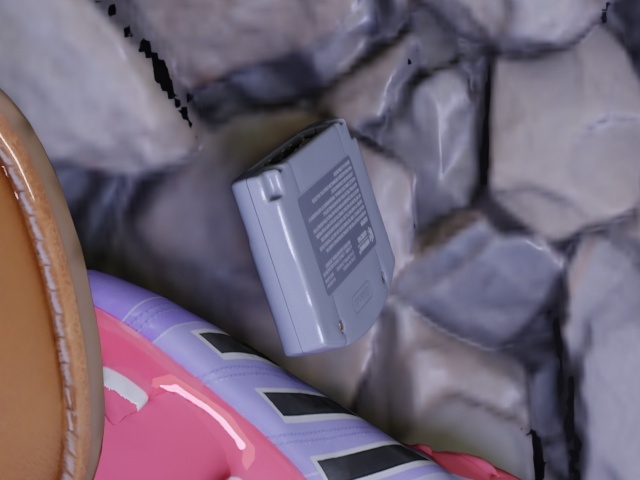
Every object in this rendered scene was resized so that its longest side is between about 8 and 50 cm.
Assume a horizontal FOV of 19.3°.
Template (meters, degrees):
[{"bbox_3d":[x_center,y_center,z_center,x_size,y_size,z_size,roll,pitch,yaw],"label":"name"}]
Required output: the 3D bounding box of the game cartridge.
[{"bbox_3d":[0.000,0.000,0.515,0.056,0.017,0.083,69,19,-8],"label":"game cartridge"}]

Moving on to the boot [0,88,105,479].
[{"bbox_3d":[-0.157,0.012,0.339,0.220,0.109,0.283,-59,141,-42],"label":"boot"}]

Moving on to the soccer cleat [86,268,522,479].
[{"bbox_3d":[0.010,0.082,0.524,0.248,0.083,0.095,40,41,-17],"label":"soccer cleat"}]
